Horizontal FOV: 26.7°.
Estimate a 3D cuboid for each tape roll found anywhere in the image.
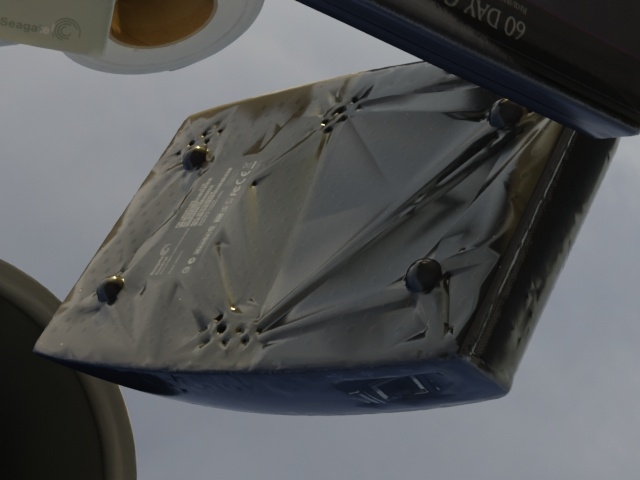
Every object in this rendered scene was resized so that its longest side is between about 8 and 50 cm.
[{"bbox_3d":[-0.198,-0.323,1.528,0.246,0.246,0.169,1,-120,-34],"label":"tape roll"}]

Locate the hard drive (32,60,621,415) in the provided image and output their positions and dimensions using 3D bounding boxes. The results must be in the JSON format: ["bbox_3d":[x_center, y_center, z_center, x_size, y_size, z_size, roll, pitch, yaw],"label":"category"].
[{"bbox_3d":[0.000,0.000,0.582,0.054,0.254,0.172,49,-125,-31],"label":"hard drive"}]

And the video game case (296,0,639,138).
[{"bbox_3d":[0.042,-0.188,0.364,0.196,0.026,0.274,19,-102,-33],"label":"video game case"}]

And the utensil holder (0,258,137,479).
[{"bbox_3d":[-0.379,0.210,1.045,0.327,0.385,0.328,18,-120,-34],"label":"utensil holder"}]

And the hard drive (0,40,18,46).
[{"bbox_3d":[-0.509,-0.266,1.359,0.353,0.233,0.047,-4,-122,11],"label":"hard drive"}]

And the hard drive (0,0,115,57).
[{"bbox_3d":[-0.246,-0.308,1.073,0.203,0.308,0.040,9,-150,-12],"label":"hard drive"}]
